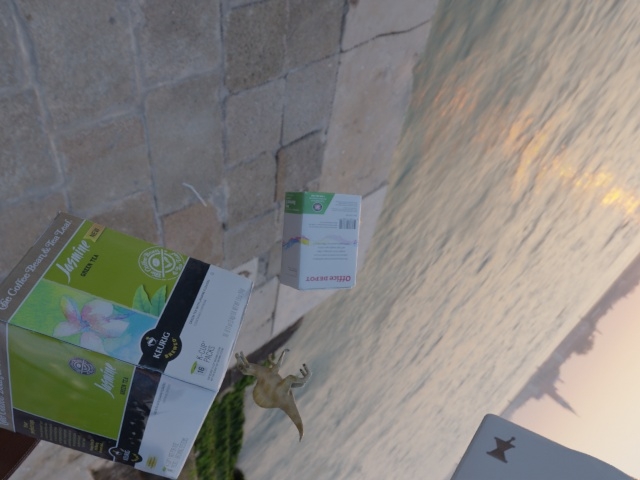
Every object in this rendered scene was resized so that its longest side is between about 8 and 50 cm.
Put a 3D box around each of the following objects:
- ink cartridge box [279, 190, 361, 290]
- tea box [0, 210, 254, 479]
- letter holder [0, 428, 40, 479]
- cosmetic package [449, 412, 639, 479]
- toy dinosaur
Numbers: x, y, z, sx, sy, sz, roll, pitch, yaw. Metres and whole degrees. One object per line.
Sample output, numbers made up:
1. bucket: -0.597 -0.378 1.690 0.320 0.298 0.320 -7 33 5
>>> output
1. ink cartridge box: 0.000 0.000 1.190 0.155 0.093 0.212 0 94 -33
2. tea box: -0.321 0.181 0.859 0.219 0.324 0.329 -79 -167 -47
3. letter holder: -0.704 0.445 1.172 0.301 0.215 0.151 -66 169 -51
4. cosmetic package: 0.337 0.539 0.771 0.327 0.330 0.393 -47 135 -30
5. toy dinosaur: -0.058 0.231 0.833 0.093 0.183 0.053 -36 144 -22
